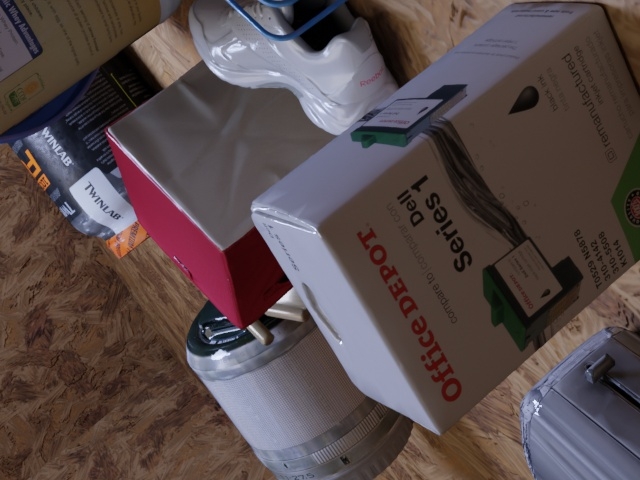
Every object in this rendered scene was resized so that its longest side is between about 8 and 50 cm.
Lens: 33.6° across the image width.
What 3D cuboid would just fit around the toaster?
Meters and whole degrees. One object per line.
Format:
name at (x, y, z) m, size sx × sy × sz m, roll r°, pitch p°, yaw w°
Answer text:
toaster at (0.244, 0.172, 0.821) m, size 0.146 × 0.129 × 0.227 m, roll 44°, pitch 165°, yaw 37°

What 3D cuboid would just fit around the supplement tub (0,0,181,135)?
supplement tub at (-0.260, -0.245, 0.920) m, size 0.228 × 0.316 × 0.228 m, roll 45°, pitch 163°, yaw 18°

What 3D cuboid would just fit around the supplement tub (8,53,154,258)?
supplement tub at (-0.327, -0.154, 1.511) m, size 0.338 × 0.207 × 0.207 m, roll 53°, pitch 164°, yaw -5°

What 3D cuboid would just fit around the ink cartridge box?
ink cartridge box at (0.093, -0.016, 0.638) m, size 0.160 × 0.219 × 0.092 m, roll 58°, pitch 163°, yaw -25°

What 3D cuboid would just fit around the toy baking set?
toy baking set at (-0.082, -0.005, 1.262) m, size 0.256 × 0.197 × 0.030 m, roll 37°, pitch -165°, yaw 33°

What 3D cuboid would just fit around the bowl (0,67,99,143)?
bowl at (-0.394, -0.285, 1.095) m, size 0.077 × 0.391 × 0.391 m, roll -12°, pitch 120°, yaw 38°

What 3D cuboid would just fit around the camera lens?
camera lens at (-0.027, 0.173, 1.391) m, size 0.274 × 0.219 × 0.219 m, roll 57°, pitch 163°, yaw -22°

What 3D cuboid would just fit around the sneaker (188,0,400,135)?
sneaker at (-0.028, -0.181, 0.883) m, size 0.232 × 0.090 × 0.115 m, roll 28°, pitch 147°, yaw 34°

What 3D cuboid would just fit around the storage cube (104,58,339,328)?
storage cube at (-0.083, -0.060, 1.091) m, size 0.215 × 0.183 × 0.193 m, roll 45°, pitch 163°, yaw 19°

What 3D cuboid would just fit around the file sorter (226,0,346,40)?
file sorter at (-0.028, -0.234, 0.700) m, size 0.118 × 0.104 × 0.170 m, roll 46°, pitch 164°, yaw 19°
